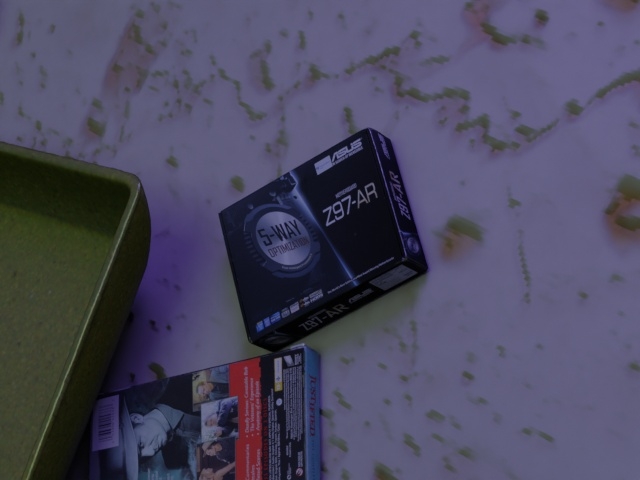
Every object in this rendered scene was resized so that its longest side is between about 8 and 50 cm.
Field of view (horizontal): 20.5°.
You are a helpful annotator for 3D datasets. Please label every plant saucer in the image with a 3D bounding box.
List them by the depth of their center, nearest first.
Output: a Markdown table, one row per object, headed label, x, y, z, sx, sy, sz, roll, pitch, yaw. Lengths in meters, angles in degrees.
| label | x | y | z | sx | sy | sz | roll | pitch | yaw |
| --- | --- | --- | --- | --- | --- | --- | --- | --- | --- |
| plant saucer | -0.158 | 0.050 | 0.820 | 0.188 | 0.045 | 0.188 | 15 | 82 | 44 |

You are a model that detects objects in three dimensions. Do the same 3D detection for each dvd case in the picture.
| label | x | y | z | sx | sy | sz | roll | pitch | yaw |
| --- | --- | --- | --- | --- | --- | --- | --- | --- | --- |
| dvd case | -0.052 | 0.098 | 0.755 | 0.119 | 0.013 | 0.087 | -15 | 65 | 30 |

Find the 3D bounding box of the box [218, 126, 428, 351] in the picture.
| label | x | y | z | sx | sy | sz | roll | pitch | yaw |
| --- | --- | --- | --- | --- | --- | --- | --- | --- | --- |
| box | 0.000 | 0.000 | 0.750 | 0.083 | 0.018 | 0.067 | -28 | 59 | 25 |
